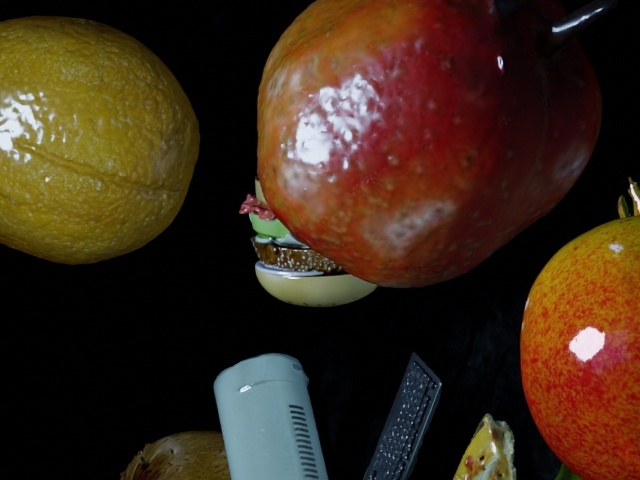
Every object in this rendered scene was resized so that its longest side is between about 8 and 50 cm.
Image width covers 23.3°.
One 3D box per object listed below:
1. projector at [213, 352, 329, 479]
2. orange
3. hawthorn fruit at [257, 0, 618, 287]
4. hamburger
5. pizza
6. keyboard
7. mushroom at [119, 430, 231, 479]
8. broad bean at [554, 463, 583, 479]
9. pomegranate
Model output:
[{"bbox_3d":[-0.036,0.290,1.663,0.108,0.108,0.338,-48,45,42],"label":"projector"},{"bbox_3d":[-0.342,-0.132,2.021,0.322,0.357,0.322,-164,90,-70],"label":"orange"},{"bbox_3d":[0.116,-0.121,1.371,0.369,0.284,0.285,-26,60,37],"label":"hawthorn fruit"},{"bbox_3d":[0.002,0.000,1.633,0.175,0.175,0.137,15,109,58],"label":"hamburger"},{"bbox_3d":[0.145,0.273,1.410,0.176,0.036,0.185,-105,29,-61],"label":"pizza"},{"bbox_3d":[0.074,0.214,1.592,0.074,0.015,0.197,45,120,53],"label":"keyboard"},{"bbox_3d":[-0.169,0.359,1.807,0.297,0.163,0.278,-59,37,29],"label":"mushroom"},{"bbox_3d":[0.221,0.184,1.342,0.069,0.039,0.227,54,130,48],"label":"broad bean"},{"bbox_3d":[0.256,0.071,1.157,0.221,0.221,0.257,-30,41,51],"label":"pomegranate"}]
